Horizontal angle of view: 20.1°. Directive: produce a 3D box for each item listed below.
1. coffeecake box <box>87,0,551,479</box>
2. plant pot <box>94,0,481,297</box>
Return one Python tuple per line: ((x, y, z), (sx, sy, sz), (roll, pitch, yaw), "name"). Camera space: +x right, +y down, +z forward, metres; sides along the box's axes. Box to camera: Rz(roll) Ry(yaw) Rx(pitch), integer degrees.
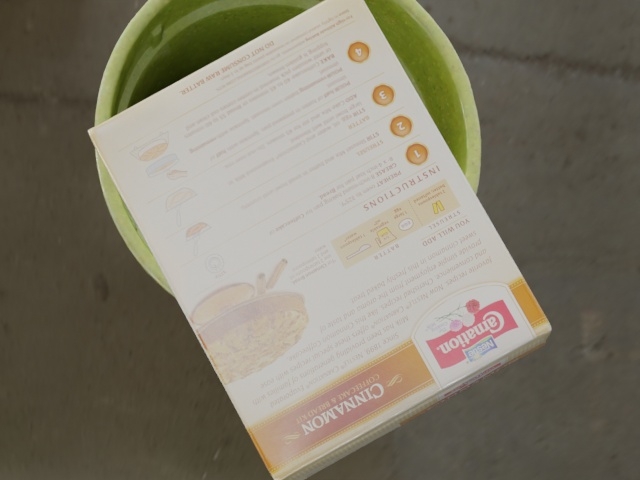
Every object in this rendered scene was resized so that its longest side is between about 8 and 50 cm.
((0.000, 0.000, 0.842), (0.142, 0.068, 0.185), (-29, 80, -1), "coffeecake box")
((-0.048, -0.050, 1.362), (0.276, 0.254, 0.276), (2, 80, -13), "plant pot")
